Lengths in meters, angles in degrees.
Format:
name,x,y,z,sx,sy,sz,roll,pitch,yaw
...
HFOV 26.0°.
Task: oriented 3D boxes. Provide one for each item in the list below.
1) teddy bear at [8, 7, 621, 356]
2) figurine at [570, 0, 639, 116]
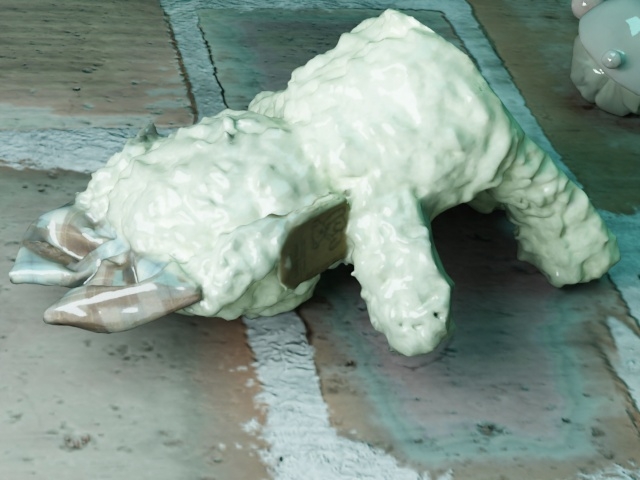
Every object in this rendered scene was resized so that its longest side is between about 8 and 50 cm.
name,x,y,z,sx,sy,sz,roll,pitch,yaw
teddy bear,0.000,0.000,1.126,0.362,0.375,0.327,-45,48,0
figurine,0.364,-0.210,1.495,0.145,0.182,0.257,-20,15,48
